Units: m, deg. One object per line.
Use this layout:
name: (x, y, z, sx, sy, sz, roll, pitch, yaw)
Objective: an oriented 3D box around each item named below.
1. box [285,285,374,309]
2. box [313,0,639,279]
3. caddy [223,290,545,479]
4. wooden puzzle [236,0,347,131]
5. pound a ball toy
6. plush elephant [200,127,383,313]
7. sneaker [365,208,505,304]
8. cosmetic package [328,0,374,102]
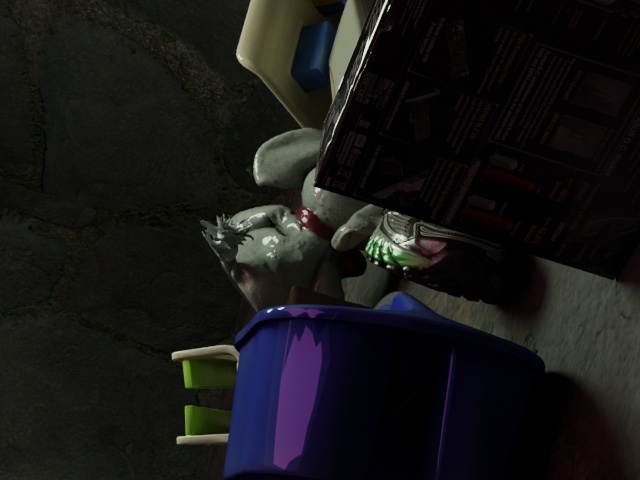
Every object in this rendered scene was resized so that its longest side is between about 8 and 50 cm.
box: (0.022, 0.180, 1.569, 0.203, 0.168, 0.167, -91, 18, -69)
box: (0.155, -0.132, 1.010, 0.077, 0.242, 0.307, -81, 10, -49)
caddy: (0.046, 0.131, 1.234, 0.341, 0.241, 0.179, 134, 148, -73)
wooden puzzle: (0.031, -0.295, 2.251, 0.080, 0.348, 0.322, -12, 50, 35)
pound a ball toy: (-0.082, 0.258, 2.036, 0.319, 0.135, 0.208, 23, -119, -70)
plush elephant: (0.000, 0.000, 1.977, 0.272, 0.255, 0.330, 51, 174, 35)
sneaker: (0.125, -0.044, 1.459, 0.343, 0.134, 0.146, -91, 20, -69)
cosmetic package: (0.102, -0.236, 1.993, 0.309, 0.160, 0.113, -91, 19, -72)
